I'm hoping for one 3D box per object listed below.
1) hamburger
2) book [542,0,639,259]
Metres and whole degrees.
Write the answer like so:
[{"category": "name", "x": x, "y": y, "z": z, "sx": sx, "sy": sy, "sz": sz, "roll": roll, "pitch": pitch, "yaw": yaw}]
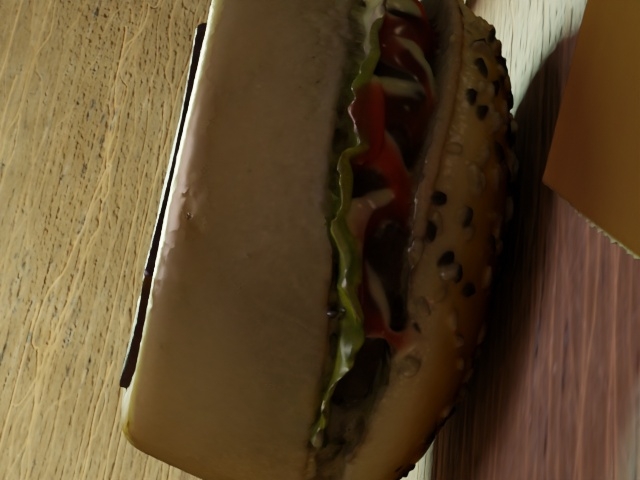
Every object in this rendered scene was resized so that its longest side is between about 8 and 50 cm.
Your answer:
[{"category": "hamburger", "x": 0.000, "y": 0.000, "z": 0.954, "sx": 0.300, "sy": 0.176, "sz": 0.300, "roll": -168, "pitch": 90, "yaw": -83}, {"category": "book", "x": 0.156, "y": -0.175, "z": 0.629, "sx": 0.262, "sy": 0.028, "sz": 0.373, "roll": -109, "pitch": 32, "yaw": -78}]
